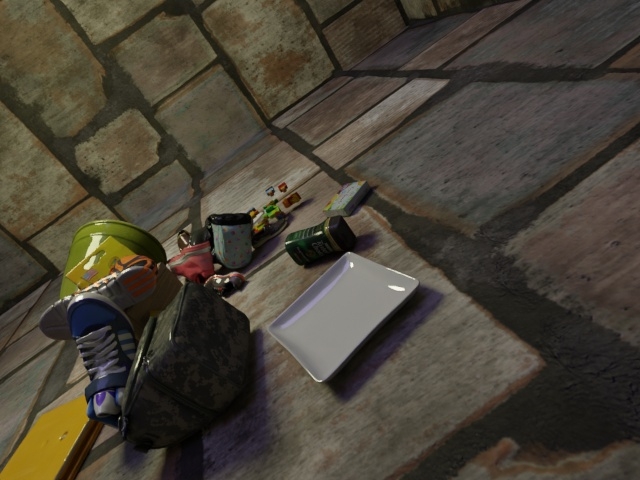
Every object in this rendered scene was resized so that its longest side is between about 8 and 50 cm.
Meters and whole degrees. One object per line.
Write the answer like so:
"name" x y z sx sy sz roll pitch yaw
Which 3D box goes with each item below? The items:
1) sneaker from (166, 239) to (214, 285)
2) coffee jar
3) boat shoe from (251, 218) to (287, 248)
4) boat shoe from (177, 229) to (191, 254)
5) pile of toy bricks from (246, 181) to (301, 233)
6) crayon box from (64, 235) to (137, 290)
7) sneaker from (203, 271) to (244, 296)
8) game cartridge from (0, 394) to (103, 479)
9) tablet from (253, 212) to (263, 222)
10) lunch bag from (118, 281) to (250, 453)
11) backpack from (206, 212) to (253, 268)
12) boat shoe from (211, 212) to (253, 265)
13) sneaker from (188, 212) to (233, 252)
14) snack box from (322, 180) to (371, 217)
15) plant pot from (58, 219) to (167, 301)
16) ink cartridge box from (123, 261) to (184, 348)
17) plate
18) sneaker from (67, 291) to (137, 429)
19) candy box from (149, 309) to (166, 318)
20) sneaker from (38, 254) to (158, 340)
"sneaker" -0.463 0.105 1.520 0.116 0.136 0.314 -19 -5 -34
"coffee jar" 0.000 0.000 1.163 0.185 0.096 0.079 -21 32 28
"boat shoe" -0.187 -0.032 1.493 0.152 0.049 0.056 -39 27 -5
"boat shoe" -0.584 0.017 1.833 0.095 0.095 0.257 -40 26 -8
"pile of toy bricks" -0.171 -0.111 1.537 0.212 0.118 0.105 -35 33 4
"crayon box" -0.657 0.157 1.440 0.202 0.319 0.081 -52 2 -32
"sneaker" -0.315 0.147 1.338 0.158 0.061 0.064 -22 35 28
"game cartridge" -0.728 0.563 1.149 0.324 0.052 0.285 -28 27 21
"tablet" -0.273 -0.086 1.738 0.054 0.006 0.083 -1 41 50
"lunch bag" -0.313 0.282 0.958 0.256 0.213 0.305 -48 23 12
"backpack" -0.297 0.003 1.423 0.152 0.181 0.115 -5 11 -25
"boat shoe" -0.330 -0.009 1.584 0.079 0.095 0.254 -4 48 30
"sneaker" -0.435 -0.029 1.734 0.130 0.109 0.286 -12 37 25
"snack box" 0.084 -0.131 1.351 0.100 0.037 0.141 0 43 48
"plant pot" -0.815 0.172 1.612 0.367 0.366 0.352 -25 39 20
"ink cartridge box" -0.492 0.214 1.281 0.088 0.193 0.234 -24 28 22
"plate" 0.044 0.155 0.910 0.277 0.045 0.278 -42 26 -15
"sneaker" -0.513 0.302 1.019 0.130 0.322 0.236 -22 23 -11
"candy box" -0.366 0.221 1.174 0.206 0.027 0.105 -1 17 -18
"sneaker" -0.594 0.150 1.174 0.321 0.124 0.180 -26 21 -8
